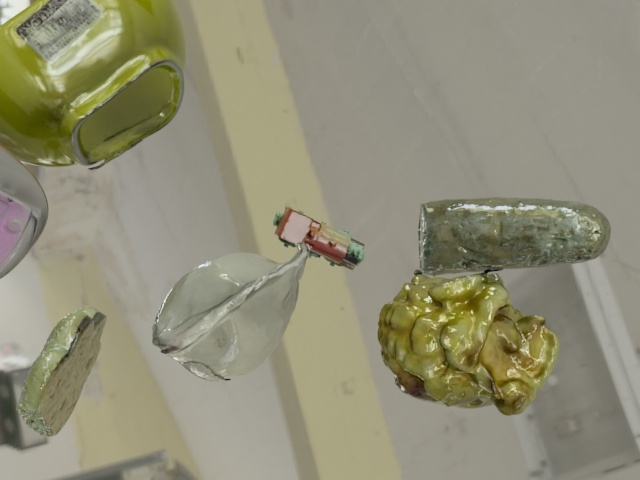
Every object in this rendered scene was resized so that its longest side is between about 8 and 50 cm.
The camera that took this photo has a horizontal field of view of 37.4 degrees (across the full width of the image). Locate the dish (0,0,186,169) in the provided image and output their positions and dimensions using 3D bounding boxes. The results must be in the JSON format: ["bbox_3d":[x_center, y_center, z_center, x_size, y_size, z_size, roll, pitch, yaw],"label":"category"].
[{"bbox_3d":[-0.233,-0.159,0.987,0.108,0.262,0.221,44,-24,19],"label":"dish"}]

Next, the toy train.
[{"bbox_3d":[0.000,0.000,1.659,0.074,0.176,0.118,-64,-166,-1],"label":"toy train"}]

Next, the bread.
[{"bbox_3d":[-0.397,0.195,1.464,0.286,0.056,0.207,117,-4,-64],"label":"bread"}]

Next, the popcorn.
[{"bbox_3d":[0.179,0.117,1.130,0.189,0.218,0.169,165,-69,-71],"label":"popcorn"}]

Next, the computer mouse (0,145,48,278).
[{"bbox_3d":[-0.410,-0.063,0.886,0.158,0.310,0.072,-47,-144,16],"label":"computer mouse"}]

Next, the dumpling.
[{"bbox_3d":[-0.113,0.098,1.433,0.181,0.260,0.341,55,5,30],"label":"dumpling"}]

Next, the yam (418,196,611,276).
[{"bbox_3d":[0.304,-0.007,1.552,0.330,0.133,0.133,-1,-78,22],"label":"yam"}]
